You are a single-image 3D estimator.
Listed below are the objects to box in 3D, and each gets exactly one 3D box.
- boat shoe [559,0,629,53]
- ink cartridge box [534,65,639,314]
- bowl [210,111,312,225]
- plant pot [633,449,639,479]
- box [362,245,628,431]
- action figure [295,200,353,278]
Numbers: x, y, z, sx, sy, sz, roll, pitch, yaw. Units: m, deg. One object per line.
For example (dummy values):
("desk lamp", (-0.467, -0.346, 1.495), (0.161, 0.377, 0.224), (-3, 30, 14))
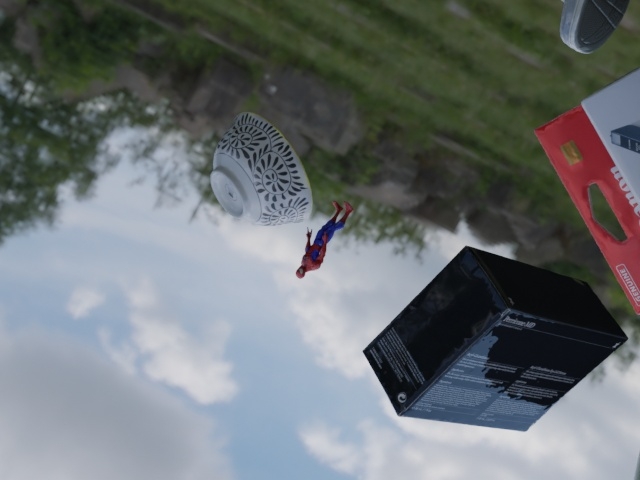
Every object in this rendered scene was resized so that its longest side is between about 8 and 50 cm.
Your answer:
("boat shoe", (0.476, -0.475, 2.161), (0.103, 0.320, 0.118), (8, 169, 46))
("ink cartridge box", (0.419, -0.059, 1.570), (0.066, 0.261, 0.296), (-29, -91, -45))
("bowl", (-0.094, -0.079, 1.665), (0.170, 0.080, 0.170), (40, 150, 29))
("plant pot", (0.518, 0.361, 1.638), (0.274, 0.293, 0.275), (26, 144, 20))
("box", (0.206, 0.121, 1.440), (0.261, 0.184, 0.103), (16, -143, -47))
("action figure", (0.000, 0.000, 1.579), (0.038, 0.115, 0.030), (9, 153, 47))
